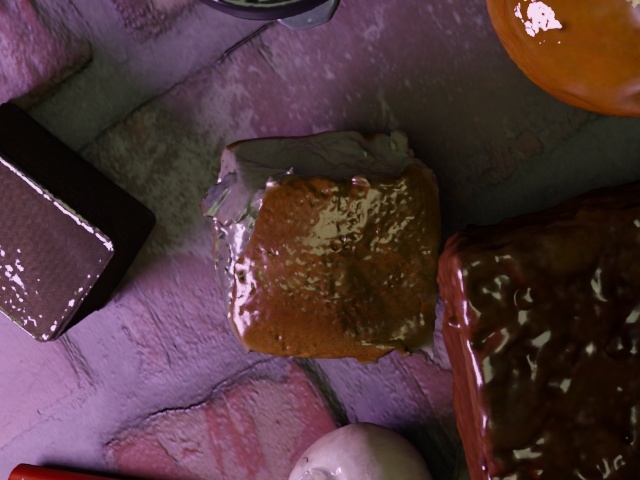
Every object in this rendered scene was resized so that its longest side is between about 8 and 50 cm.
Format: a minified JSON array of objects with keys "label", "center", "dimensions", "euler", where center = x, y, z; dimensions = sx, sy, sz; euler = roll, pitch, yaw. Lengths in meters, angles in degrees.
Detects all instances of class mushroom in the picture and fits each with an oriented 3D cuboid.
[{"label":"mushroom","center":[0.029,0.349,1.398],"dimensions":[0.202,0.246,0.246],"euler":[7,111,-26]}]

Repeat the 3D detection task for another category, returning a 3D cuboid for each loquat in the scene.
[{"label":"loquat","center":[0.321,-0.280,1.109],"dimensions":[0.328,0.328,0.328],"euler":[4,106,14]}]

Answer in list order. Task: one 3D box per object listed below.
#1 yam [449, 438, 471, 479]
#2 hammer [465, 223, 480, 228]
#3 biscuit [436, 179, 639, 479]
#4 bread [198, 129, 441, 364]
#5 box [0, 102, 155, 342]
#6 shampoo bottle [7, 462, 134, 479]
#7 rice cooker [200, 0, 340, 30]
[{"label":"yam","center":[0.235,0.369,1.333],"dimensions":[0.201,0.271,0.202],"euler":[15,114,9]},{"label":"hammer","center":[0.264,0.044,1.365],"dimensions":[0.201,0.021,0.078],"euler":[18,109,11]},{"label":"biscuit","center":[0.326,0.109,1.222],"dimensions":[0.395,0.166,0.342],"euler":[-13,103,-10]},{"label":"bread","center":[0.000,0.000,1.315],"dimensions":[0.279,0.225,0.250],"euler":[-2,110,4]},{"label":"box","center":[-0.385,-0.026,1.460],"dimensions":[0.273,0.143,0.184],"euler":[38,110,2]},{"label":"shampoo bottle","center":[-0.292,0.391,1.582],"dimensions":[0.314,0.076,0.118],"euler":[6,103,14]},{"label":"rice cooker","center":[-0.041,-0.378,1.188],"dimensions":[0.264,0.316,0.316],"euler":[-10,102,18]}]
